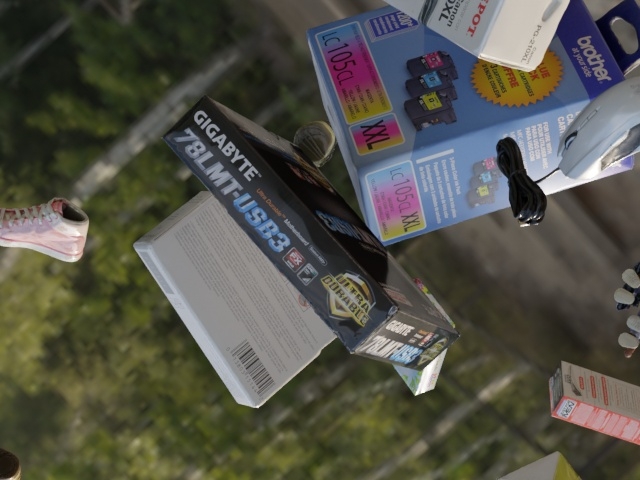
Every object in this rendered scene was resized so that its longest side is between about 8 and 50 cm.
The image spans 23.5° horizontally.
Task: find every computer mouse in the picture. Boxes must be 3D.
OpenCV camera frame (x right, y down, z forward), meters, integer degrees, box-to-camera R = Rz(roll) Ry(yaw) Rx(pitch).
[{"bbox_3d":[0.234,-0.093,1.349,0.042,0.193,0.106,37,-147,-31],"label":"computer mouse"}]

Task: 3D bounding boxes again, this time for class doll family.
[{"bbox_3d":[0.383,0.043,1.743,0.076,0.193,0.111,39,-162,10],"label":"doll family"}]

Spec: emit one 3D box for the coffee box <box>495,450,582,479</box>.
[{"bbox_3d":[0.252,0.549,2.027,0.338,0.334,0.337,53,-151,-12],"label":"coffee box"}]

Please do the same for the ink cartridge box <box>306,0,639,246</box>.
[{"bbox_3d":[0.209,-0.183,1.874,0.151,0.395,0.270,76,177,-47],"label":"ink cartridge box"}]

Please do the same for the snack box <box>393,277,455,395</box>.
[{"bbox_3d":[0.137,0.138,2.200,0.100,0.037,0.141,52,146,34],"label":"snack box"}]

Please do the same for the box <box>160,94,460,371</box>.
[{"bbox_3d":[0.000,0.000,1.585,0.293,0.073,0.295,47,-172,18],"label":"box"}]

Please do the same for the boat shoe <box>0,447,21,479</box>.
[{"bbox_3d":[-0.566,0.346,2.462,0.190,0.068,0.072,27,152,11],"label":"boat shoe"}]

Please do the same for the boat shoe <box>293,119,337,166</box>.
[{"bbox_3d":[-0.006,-0.133,2.125,0.056,0.049,0.152,55,153,2],"label":"boat shoe"}]

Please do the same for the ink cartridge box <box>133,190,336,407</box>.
[{"bbox_3d":[-0.088,0.050,2.255,0.296,0.261,0.066,59,157,-17],"label":"ink cartridge box"}]

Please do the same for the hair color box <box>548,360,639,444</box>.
[{"bbox_3d":[0.461,0.266,2.519,0.167,0.053,0.093,20,-147,-8],"label":"hair color box"}]

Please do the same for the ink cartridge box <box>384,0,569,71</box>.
[{"bbox_3d":[0.167,-0.317,1.724,0.100,0.172,0.237,7,-157,-44],"label":"ink cartridge box"}]

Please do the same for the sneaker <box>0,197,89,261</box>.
[{"bbox_3d":[-0.328,-0.026,1.758,0.134,0.070,0.051,17,-143,-14],"label":"sneaker"}]
